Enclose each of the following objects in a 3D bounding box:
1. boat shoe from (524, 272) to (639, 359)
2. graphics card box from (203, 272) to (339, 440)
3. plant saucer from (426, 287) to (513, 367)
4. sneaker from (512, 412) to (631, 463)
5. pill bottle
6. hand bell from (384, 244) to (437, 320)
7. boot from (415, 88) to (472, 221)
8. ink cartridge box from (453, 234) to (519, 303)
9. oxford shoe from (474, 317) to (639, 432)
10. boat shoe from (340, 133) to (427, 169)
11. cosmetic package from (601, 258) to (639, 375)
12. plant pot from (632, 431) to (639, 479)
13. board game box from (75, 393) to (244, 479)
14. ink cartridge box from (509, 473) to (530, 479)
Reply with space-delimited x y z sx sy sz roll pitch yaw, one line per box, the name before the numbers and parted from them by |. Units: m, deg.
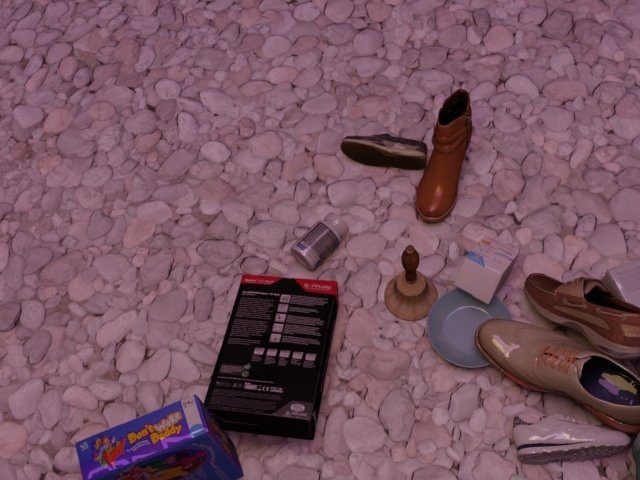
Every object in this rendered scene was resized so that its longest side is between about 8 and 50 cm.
boat shoe | 0.572 0.133 1.660 0.123 0.117 0.324 -8 25 -31
graphics card box | -0.097 0.245 1.701 0.232 0.094 0.371 4 46 8
plant saucer | 0.337 0.200 1.754 0.194 0.037 0.195 -2 61 4
sneaker | 0.518 0.401 1.601 0.235 0.090 0.095 -2 52 4
pill bottle | 0.000 0.000 1.878 0.078 0.078 0.137 39 72 23
hand bell | 0.201 0.073 1.721 0.126 0.242 0.126 -3 61 5
boot | 0.305 -0.205 1.873 0.109 0.220 0.283 23 66 17
ink cartridge box | 0.384 0.060 1.772 0.092 0.090 0.143 28 37 19
oxford shoe | 0.505 0.249 1.599 0.396 0.146 0.141 22 70 24
boat shoe | 0.166 -0.237 1.993 0.223 0.080 0.073 11 57 8
cosmetic package | 0.759 0.149 1.677 0.224 0.138 0.225 -18 62 -3
plant pot | 0.720 0.438 1.467 0.293 0.293 0.196 -20 35 -5
board game box | -0.301 0.433 1.523 0.233 0.347 0.078 -21 61 -6
ink cartridge box | 0.452 0.591 1.521 0.224 0.056 0.181 20 66 18
